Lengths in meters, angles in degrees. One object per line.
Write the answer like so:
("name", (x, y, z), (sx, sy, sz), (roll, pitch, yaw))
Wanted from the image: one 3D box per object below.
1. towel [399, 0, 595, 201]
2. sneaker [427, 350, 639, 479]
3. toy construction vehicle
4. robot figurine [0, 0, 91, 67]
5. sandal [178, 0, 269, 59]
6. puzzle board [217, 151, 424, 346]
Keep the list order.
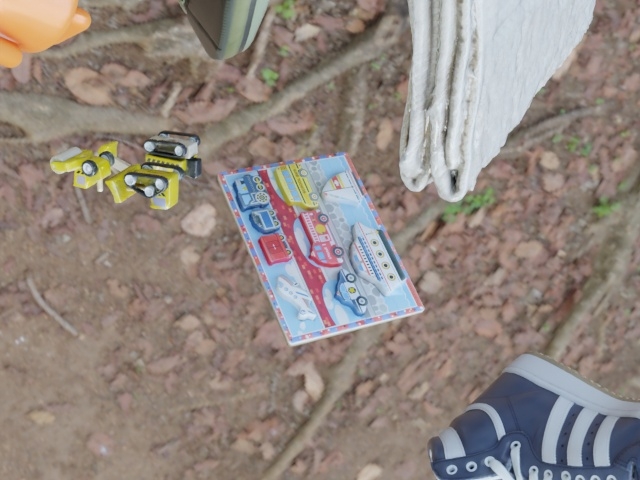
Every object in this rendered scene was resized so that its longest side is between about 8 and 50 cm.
("towel", (0.113, -0.162, 0.597), (0.282, 0.049, 0.187), (-47, 146, -48))
("sneaker", (0.190, 0.186, 0.798), (0.153, 0.282, 0.099), (-35, 112, -15))
("toy construction vehicle", (-0.125, -0.045, 0.707), (0.086, 0.098, 0.035), (-46, 139, -57))
("robot figurine", (-0.353, -0.281, 1.138), (0.219, 0.128, 0.158), (15, 103, -52))
("sandal", (-0.021, -0.177, 0.475), (0.086, 0.303, 0.120), (-23, 84, -24))
("puzzle board", (0.000, 0.000, 0.666), (0.096, 0.128, 0.011), (-12, 153, -25))
